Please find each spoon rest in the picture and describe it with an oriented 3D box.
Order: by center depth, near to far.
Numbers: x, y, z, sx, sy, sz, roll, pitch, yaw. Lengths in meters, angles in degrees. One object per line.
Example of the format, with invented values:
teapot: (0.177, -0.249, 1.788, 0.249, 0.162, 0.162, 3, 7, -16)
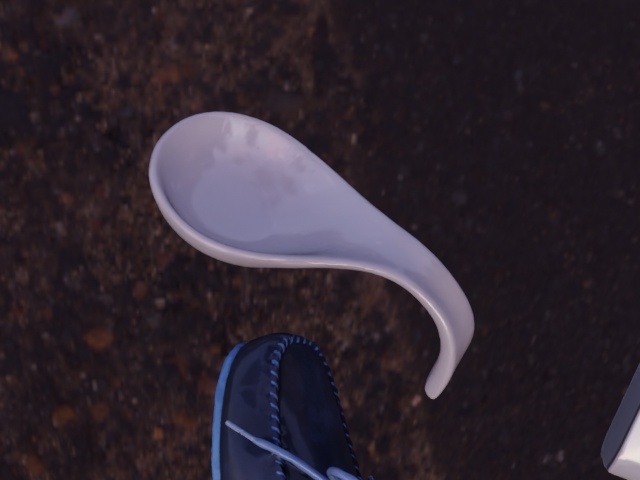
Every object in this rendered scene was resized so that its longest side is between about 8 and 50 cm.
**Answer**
spoon rest: (0.000, 0.000, 1.082, 0.276, 0.084, 0.137, 36, 46, -1)

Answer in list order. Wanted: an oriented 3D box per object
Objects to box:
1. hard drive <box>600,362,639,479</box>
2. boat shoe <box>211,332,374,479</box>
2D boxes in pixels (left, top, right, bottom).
hard drive: (0.342, 0.092, 0.838, 0.307, 0.203, 0.040, 20, 17, -3)
boat shoe: (0.017, 0.168, 0.740, 0.109, 0.089, 0.258, 0, 73, -53)
